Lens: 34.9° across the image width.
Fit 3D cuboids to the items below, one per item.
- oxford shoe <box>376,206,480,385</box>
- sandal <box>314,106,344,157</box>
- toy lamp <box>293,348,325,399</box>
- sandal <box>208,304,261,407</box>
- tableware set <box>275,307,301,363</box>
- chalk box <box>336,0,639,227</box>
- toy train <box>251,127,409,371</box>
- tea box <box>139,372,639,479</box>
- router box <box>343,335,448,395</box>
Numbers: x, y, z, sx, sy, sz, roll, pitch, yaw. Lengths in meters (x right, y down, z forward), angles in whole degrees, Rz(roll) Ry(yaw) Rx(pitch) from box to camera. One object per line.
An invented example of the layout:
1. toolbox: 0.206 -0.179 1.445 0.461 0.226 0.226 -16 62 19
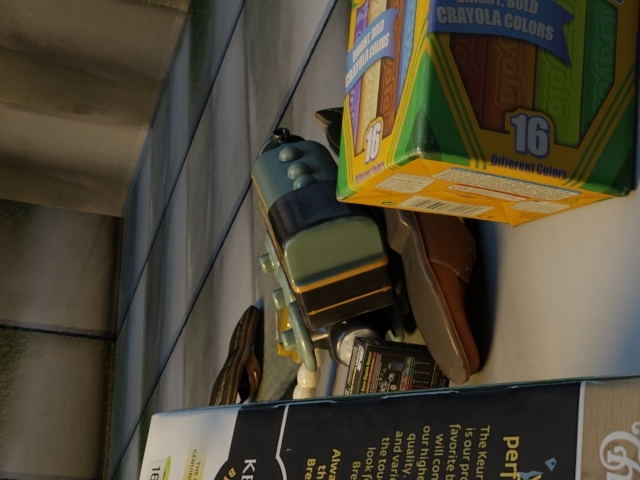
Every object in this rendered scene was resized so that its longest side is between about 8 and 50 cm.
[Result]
1. oxford shoe: 0.117 0.028 0.951 0.076 0.076 0.212 119 138 -66
2. sandal: 0.034 -0.127 1.279 0.180 0.072 0.049 -122 29 -66
3. toy lamp: -0.022 0.211 1.267 0.080 0.080 0.274 -153 73 -71
4. sandal: -0.124 0.209 1.623 0.090 0.060 0.219 -43 27 54
5. tableware set: -0.029 0.124 1.420 0.154 0.024 0.104 134 138 -59
6. chalk box: 0.132 -0.173 0.815 0.179 0.180 0.288 159 117 -70
7. toy train: 0.000 0.000 1.120 0.334 0.142 0.190 -113 8 -61
8. tea box: 0.065 0.259 0.501 0.324 0.220 0.329 -11 61 40
9. router box: 0.069 0.159 0.985 0.038 0.092 0.122 -154 74 -71
